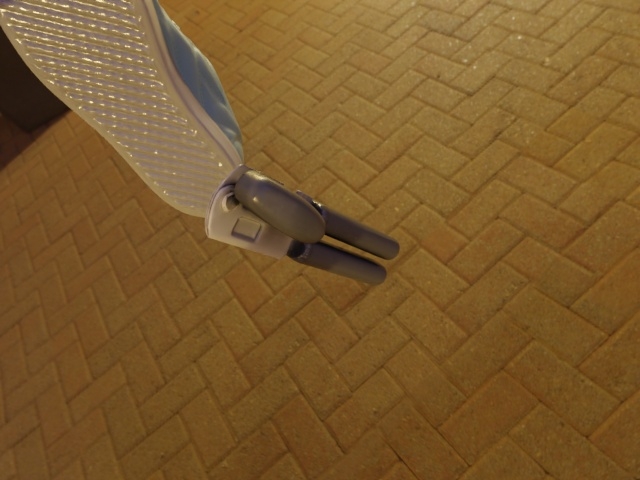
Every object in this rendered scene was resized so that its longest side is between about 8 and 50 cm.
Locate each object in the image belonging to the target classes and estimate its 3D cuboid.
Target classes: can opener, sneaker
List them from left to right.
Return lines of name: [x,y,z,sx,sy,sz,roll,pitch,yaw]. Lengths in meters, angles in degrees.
sneaker: [-0.196,-0.193,0.514,0.135,0.365,0.150,-17,42,8]
can opener: [0.000,0.000,0.514,0.093,0.280,0.074,32,97,39]
